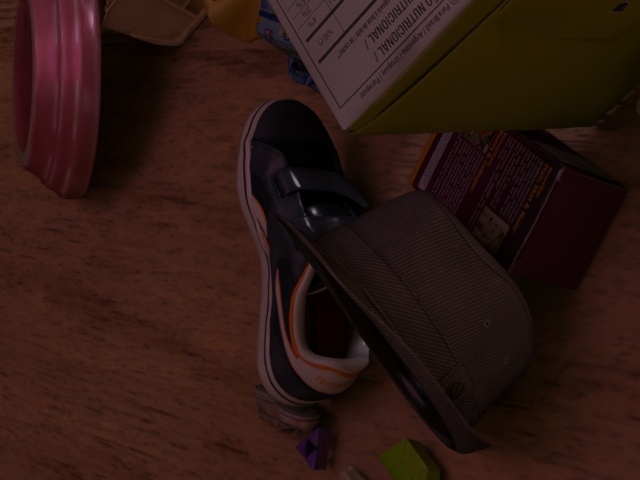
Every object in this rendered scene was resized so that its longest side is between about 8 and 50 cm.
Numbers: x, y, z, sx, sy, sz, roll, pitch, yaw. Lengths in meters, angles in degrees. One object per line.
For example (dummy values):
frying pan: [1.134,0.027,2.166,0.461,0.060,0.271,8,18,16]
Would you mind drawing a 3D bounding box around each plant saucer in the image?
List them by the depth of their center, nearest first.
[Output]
plant saucer: [-0.359,-0.221,2.178,0.332,0.084,0.332,180,90,-74]

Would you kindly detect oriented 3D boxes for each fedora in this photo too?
fedora: [0.093,0.052,1.397,0.124,0.275,0.244,-37,27,-5]

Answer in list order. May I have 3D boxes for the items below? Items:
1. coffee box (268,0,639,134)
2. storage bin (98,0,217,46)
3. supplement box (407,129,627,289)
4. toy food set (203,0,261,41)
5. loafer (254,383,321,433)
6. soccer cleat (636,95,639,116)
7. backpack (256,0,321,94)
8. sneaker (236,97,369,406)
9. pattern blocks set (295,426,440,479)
coffee box: [0.150,-0.311,1.272,0.338,0.338,0.334,-45,65,36]
storage bin: [-0.186,-0.426,2.072,0.260,0.123,0.262,-43,46,39]
supplement box: [0.171,-0.048,1.444,0.188,0.081,0.104,46,115,52]
toy food set: [-0.033,-0.311,1.848,0.218,0.071,0.128,-32,72,29]
loafer: [-0.033,0.182,1.693,0.125,0.045,0.039,-157,66,-63]
soccer cleat: [0.334,-0.128,1.261,0.196,0.068,0.076,-10,64,46]
backpack: [0.013,-0.207,1.652,0.158,0.173,0.117,34,106,54]
sneaker: [0.000,0.000,1.638,0.127,0.126,0.321,-23,70,55]
pattern blocks set: [0.035,0.316,1.548,0.285,0.026,0.325,-58,37,24]
